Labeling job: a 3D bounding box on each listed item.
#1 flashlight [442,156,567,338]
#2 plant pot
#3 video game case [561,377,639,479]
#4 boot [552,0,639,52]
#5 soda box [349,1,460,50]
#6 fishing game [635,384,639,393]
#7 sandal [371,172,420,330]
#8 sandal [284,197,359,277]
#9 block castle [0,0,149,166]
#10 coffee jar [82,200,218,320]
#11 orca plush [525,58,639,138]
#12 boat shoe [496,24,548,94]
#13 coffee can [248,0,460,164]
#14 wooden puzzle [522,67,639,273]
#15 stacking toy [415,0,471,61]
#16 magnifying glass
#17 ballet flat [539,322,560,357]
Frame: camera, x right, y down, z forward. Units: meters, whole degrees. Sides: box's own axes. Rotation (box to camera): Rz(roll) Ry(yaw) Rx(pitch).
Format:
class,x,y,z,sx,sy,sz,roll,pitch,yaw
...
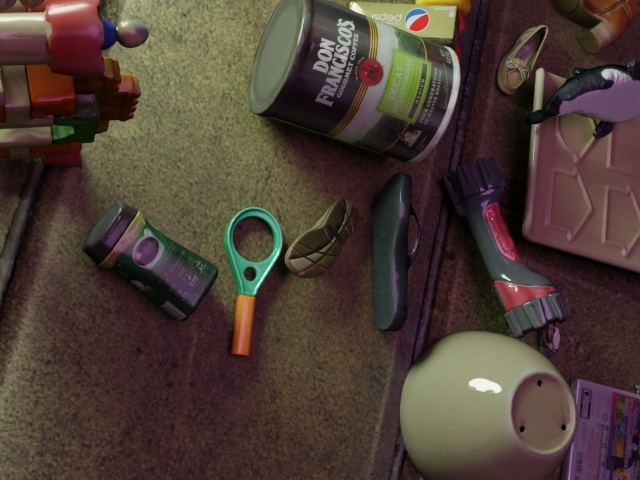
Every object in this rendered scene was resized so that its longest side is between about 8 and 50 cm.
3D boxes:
class,x,y,z,sx,sy,sz,roll,pitch,yaw
flashlight,0.315,0.008,1.614,0.103,0.103,0.304,-6,72,-43
plant pot,0.296,0.278,1.525,0.284,0.191,0.284,5,78,-25
video game case,0.513,0.363,1.704,0.183,0.023,0.202,17,73,-21
boot,0.533,-0.478,1.861,0.152,0.073,0.197,-40,110,-25
soda box,0.137,-0.355,1.591,0.181,0.061,0.058,6,81,15
fishing game,0.694,0.194,1.819,0.189,0.041,0.264,24,79,-18
sandal,0.124,0.019,1.554,0.054,0.097,0.255,4,88,-24
sandal,0.000,0.000,1.522,0.072,0.049,0.180,51,49,-14
block castle,-0.345,-0.275,1.183,0.212,0.453,0.303,-5,81,-19
coffee jar,-0.244,0.029,1.376,0.184,0.079,0.096,38,69,-15
orca plush,0.474,-0.261,1.708,0.287,0.151,0.102,-22,46,-22
boat shoe,0.373,-0.335,1.765,0.056,0.048,0.153,40,66,-13
coffee can,0.051,-0.254,1.507,0.275,0.201,0.202,16,73,-23
wooden puzzle,0.501,-0.116,1.772,0.347,0.080,0.322,16,73,-27
stacking toy,0.220,-0.437,1.671,0.141,0.141,0.331,13,78,-23
magnifying glass,-0.109,0.061,1.465,0.092,0.026,0.231,12,75,-23
ballet flat,0.405,0.148,1.688,0.041,0.041,0.115,2,78,-25
